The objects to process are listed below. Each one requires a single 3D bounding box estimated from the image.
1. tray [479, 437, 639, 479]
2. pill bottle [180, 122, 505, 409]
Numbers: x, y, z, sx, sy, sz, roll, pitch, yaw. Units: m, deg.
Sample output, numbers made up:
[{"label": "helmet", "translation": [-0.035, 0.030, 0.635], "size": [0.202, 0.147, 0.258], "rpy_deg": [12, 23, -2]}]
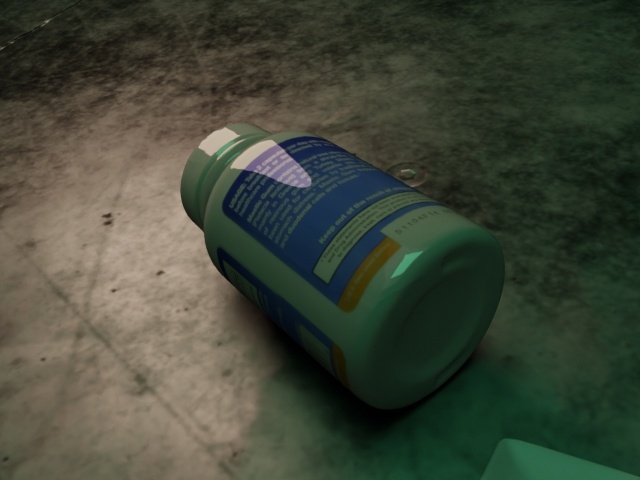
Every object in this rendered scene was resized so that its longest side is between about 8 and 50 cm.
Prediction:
[{"label": "tray", "translation": [0.219, 0.181, 0.372], "size": [0.270, 0.030, 0.145], "rpy_deg": [12, 9, 23]}, {"label": "pill bottle", "translation": [0.000, 0.000, 0.568], "size": [0.152, 0.152, 0.272], "rpy_deg": [-31, 45, -25]}]
